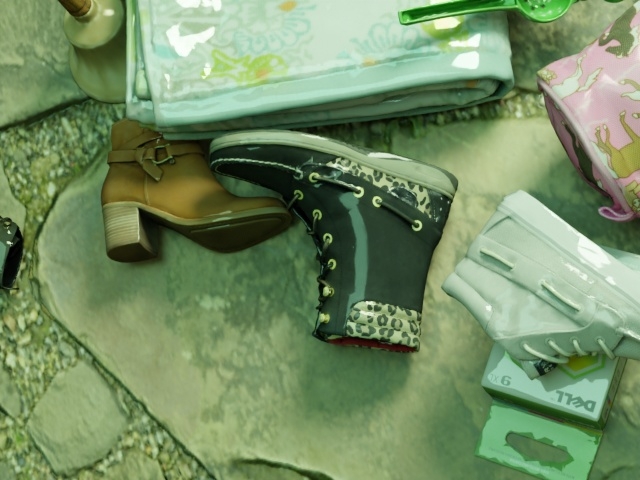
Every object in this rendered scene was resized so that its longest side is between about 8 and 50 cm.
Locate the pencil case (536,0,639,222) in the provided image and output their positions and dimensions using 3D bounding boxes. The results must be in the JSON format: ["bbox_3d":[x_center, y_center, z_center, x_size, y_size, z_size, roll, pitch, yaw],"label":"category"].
[{"bbox_3d":[0.379,-0.172,1.284,0.386,0.160,0.167,-32,41,5],"label":"pencil case"}]

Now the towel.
[{"bbox_3d":[-0.012,-0.269,1.442,0.375,0.090,0.320,-6,73,3],"label":"towel"}]

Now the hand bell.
[{"bbox_3d":[-0.243,-0.240,1.449,0.126,0.242,0.126,-5,71,15],"label":"hand bell"}]

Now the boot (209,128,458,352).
[{"bbox_3d":[0.001,0.000,1.356,0.236,0.085,0.178,11,78,-5],"label":"boot"}]

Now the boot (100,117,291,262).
[{"bbox_3d":[-0.127,-0.066,1.455,0.197,0.073,0.152,-7,65,9],"label":"boot"}]

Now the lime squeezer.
[{"bbox_3d":[0.231,-0.244,1.326,0.310,0.110,0.058,-13,72,21],"label":"lime squeezer"}]

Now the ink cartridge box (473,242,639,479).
[{"bbox_3d":[0.211,0.104,1.297,0.109,0.062,0.209,17,79,21],"label":"ink cartridge box"}]

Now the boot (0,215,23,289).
[{"bbox_3d":[-0.365,-0.042,1.525,0.137,0.077,0.197,4,88,14],"label":"boot"}]

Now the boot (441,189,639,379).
[{"bbox_3d":[0.223,0.075,1.228,0.258,0.095,0.123,40,93,31],"label":"boot"}]
